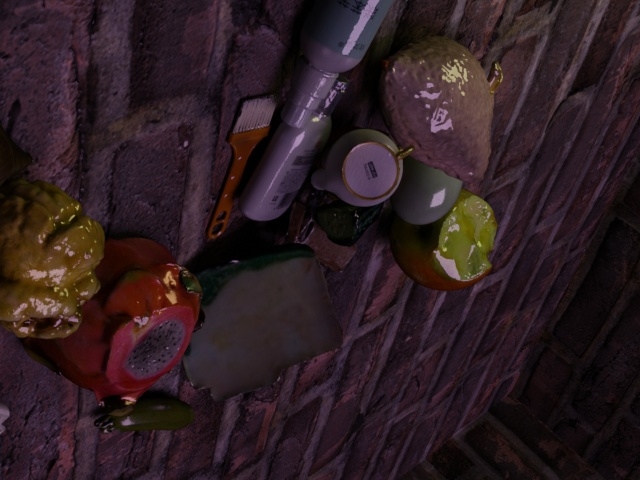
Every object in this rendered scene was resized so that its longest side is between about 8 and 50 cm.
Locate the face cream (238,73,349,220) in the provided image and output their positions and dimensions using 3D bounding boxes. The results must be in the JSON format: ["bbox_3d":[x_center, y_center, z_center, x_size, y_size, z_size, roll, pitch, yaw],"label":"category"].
[{"bbox_3d":[-0.042,-0.166,1.814,0.291,0.071,0.144,-59,163,25],"label":"face cream"}]

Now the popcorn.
[{"bbox_3d":[-0.395,0.031,1.386,0.200,0.226,0.203,47,42,-30],"label":"popcorn"}]

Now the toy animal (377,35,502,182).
[{"bbox_3d":[0.216,-0.265,1.946,0.358,0.188,0.226,37,62,-52],"label":"toy animal"}]

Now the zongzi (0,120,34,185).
[{"bbox_3d":[-0.408,-0.150,1.234,0.242,0.112,0.221,-26,148,-52],"label":"zongzi"}]

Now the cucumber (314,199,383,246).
[{"bbox_3d":[0.060,-0.043,1.983,0.193,0.115,0.086,-42,119,-60],"label":"cucumber"}]

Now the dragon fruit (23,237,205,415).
[{"bbox_3d":[-0.313,0.137,1.688,0.290,0.189,0.290,-37,153,-22],"label":"dragon fruit"}]

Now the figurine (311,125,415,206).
[{"bbox_3d":[0.071,-0.137,1.873,0.189,0.142,0.263,-15,-170,-4],"label":"figurine"}]

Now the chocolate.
[{"bbox_3d":[0.006,-0.001,2.111,0.329,0.065,0.102,32,76,-67],"label":"chocolate"}]

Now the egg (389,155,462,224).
[{"bbox_3d":[0.225,-0.126,2.202,0.149,0.149,0.192,20,94,-63],"label":"egg"}]

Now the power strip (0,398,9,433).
[{"bbox_3d":[-0.593,0.252,1.569,0.098,0.058,0.338,-46,155,-2],"label":"power strip"}]

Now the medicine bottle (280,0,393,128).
[{"bbox_3d":[0.030,-0.336,1.644,0.110,0.110,0.352,-9,135,-53],"label":"medicine bottle"}]

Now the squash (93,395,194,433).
[{"bbox_3d":[-0.335,0.350,2.100,0.318,0.080,0.071,14,77,-63],"label":"squash"}]

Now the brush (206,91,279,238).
[{"bbox_3d":[-0.145,-0.120,1.791,0.090,0.017,0.314,-19,143,-42],"label":"brush"}]

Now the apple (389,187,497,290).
[{"bbox_3d":[0.280,-0.008,2.352,0.246,0.246,0.226,-50,147,4],"label":"apple"}]

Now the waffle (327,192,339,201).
[{"bbox_3d":[0.089,-0.135,2.106,0.191,0.038,0.191,-36,153,-22],"label":"waffle"}]

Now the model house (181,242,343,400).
[{"bbox_3d":[-0.128,0.152,1.999,0.298,0.243,0.284,-18,177,-4],"label":"model house"}]
